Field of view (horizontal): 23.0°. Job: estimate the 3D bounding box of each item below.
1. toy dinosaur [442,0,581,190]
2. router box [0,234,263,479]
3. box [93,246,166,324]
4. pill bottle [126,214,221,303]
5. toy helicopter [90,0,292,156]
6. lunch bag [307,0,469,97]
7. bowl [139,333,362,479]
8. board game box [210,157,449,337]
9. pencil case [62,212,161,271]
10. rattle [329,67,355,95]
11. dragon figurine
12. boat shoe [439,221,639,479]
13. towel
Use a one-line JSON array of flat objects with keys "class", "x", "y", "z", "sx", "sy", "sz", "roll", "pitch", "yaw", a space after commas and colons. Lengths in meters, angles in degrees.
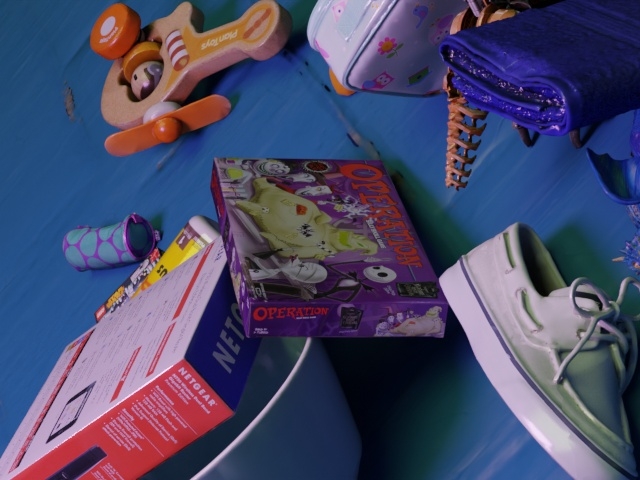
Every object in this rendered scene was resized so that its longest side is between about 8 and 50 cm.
[{"class": "toy dinosaur", "x": 0.203, "y": -0.208, "z": 1.671, "sx": 0.322, "sy": 0.218, "sz": 0.164, "roll": -52, "pitch": 37, "yaw": 5}, {"class": "router box", "x": -0.197, "y": 0.150, "z": 1.728, "sx": 0.301, "sy": 0.082, "sz": 0.335, "roll": -35, "pitch": 16, "yaw": 23}, {"class": "box", "x": -0.246, "y": 0.086, "z": 2.124, "sx": 0.137, "sy": 0.027, "sz": 0.094, "roll": -46, "pitch": 36, "yaw": 15}, {"class": "pill bottle", "x": -0.173, "y": 0.083, "z": 1.966, "sx": 0.215, "sy": 0.117, "sz": 0.117, "roll": -53, "pitch": 36, "yaw": 5}, {"class": "toy helicopter", "x": -0.184, "y": -0.241, "z": 2.215, "sx": 0.355, "sy": 0.140, "sz": 0.235, "roll": -17, "pitch": 54, "yaw": 38}, {"class": "lunch bag", "x": 0.123, "y": -0.292, "z": 1.775, "sx": 0.279, "sy": 0.224, "sz": 0.108, "roll": -55, "pitch": 54, "yaw": 32}, {"class": "bowl", "x": -0.076, "y": 0.238, "z": 1.650, "sx": 0.311, "sy": 0.163, "sz": 0.311, "roll": -39, "pitch": 14, "yaw": 12}, {"class": "board game box", "x": 0.000, "y": 0.000, "z": 1.720, "sx": 0.347, "sy": 0.208, "sz": 0.056, "roll": -111, "pitch": 28, "yaw": -60}, {"class": "pencil case", "x": -0.297, "y": 0.003, "z": 2.214, "sx": 0.151, "sy": 0.064, "sz": 0.070, "roll": -10, "pitch": 72, "yaw": 44}, {"class": "rattle", "x": 0.092, "y": -0.297, "z": 2.027, "sx": 0.130, "sy": 0.143, "sz": 0.200, "roll": 9, "pitch": 49, "yaw": 18}, {"class": "dragon figurine", "x": 0.318, "y": -0.067, "z": 1.539, "sx": 0.144, "sy": 0.085, "sz": 0.289, "roll": -41, "pitch": 42, "yaw": 15}, {"class": "boat shoe", "x": 0.240, "y": 0.090, "z": 1.492, "sx": 0.156, "sy": 0.136, "sz": 0.367, "roll": -44, "pitch": 28, "yaw": 12}, {"class": "towel", "x": 0.299, "y": -0.180, "z": 1.524, "sx": 0.308, "sy": 0.076, "sz": 0.227, "roll": -19, "pitch": 29, "yaw": -20}]
